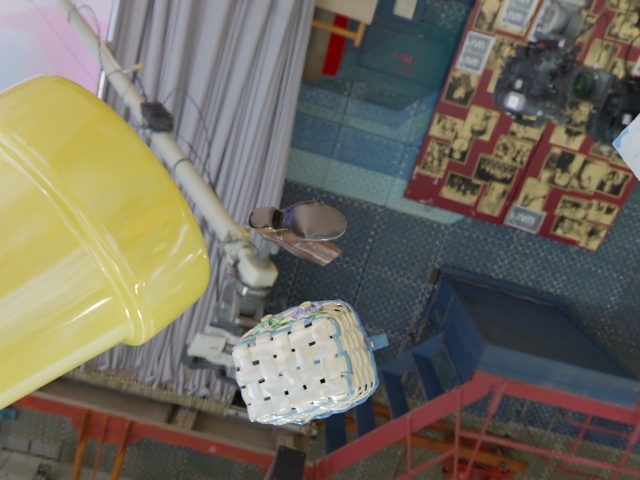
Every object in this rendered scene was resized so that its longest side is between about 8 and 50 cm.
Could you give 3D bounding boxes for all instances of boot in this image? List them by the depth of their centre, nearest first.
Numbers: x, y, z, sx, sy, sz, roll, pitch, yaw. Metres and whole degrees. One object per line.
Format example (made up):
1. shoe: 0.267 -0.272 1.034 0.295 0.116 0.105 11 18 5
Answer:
1. boot: 0.000 0.000 0.597 0.106 0.037 0.114 9 163 32

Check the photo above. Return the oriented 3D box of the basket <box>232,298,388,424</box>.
1. basket: -0.013 0.214 1.090 0.254 0.201 0.289 -19 166 9

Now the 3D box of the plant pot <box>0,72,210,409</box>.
1. plant pot: -0.267 0.025 0.524 0.254 0.254 0.239 26 -126 30

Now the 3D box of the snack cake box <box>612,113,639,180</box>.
1. snack cake box: 0.459 -0.091 0.618 0.264 0.152 0.089 16 -140 -22
